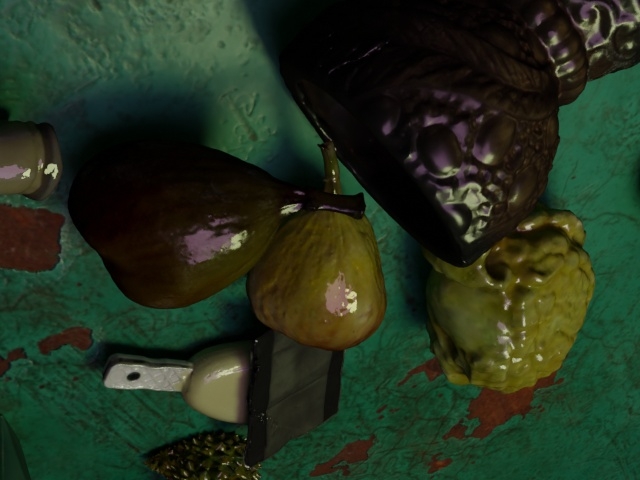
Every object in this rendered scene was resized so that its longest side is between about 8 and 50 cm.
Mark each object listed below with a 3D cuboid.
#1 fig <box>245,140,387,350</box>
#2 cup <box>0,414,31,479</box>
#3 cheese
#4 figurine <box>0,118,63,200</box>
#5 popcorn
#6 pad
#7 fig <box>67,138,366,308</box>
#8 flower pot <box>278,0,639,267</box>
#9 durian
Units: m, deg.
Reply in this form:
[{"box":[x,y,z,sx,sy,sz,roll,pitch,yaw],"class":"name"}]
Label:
[{"box":[0.000,0.000,0.904,0.159,0.159,0.257,-13,135,-16],"class":"fig"},{"box":[-0.371,0.313,0.929,0.148,0.236,0.134,-20,133,-14],"class":"cup"},{"box":[-0.152,0.169,1.044,0.235,0.050,0.127,10,122,-33],"class":"cheese"},{"box":[-0.371,-0.099,0.611,0.380,0.248,0.203,17,113,-50],"class":"figurine"},{"box":[0.237,0.052,1.066,0.225,0.173,0.286,-28,125,-24],"class":"popcorn"},{"box":[-0.025,0.176,1.095,0.174,0.022,0.233,-25,137,-37],"class":"pad"},{"box":[-0.094,-0.020,0.808,0.274,0.146,0.170,-6,129,10],"class":"fig"},{"box":[0.142,-0.155,0.795,0.267,0.266,0.266,-42,134,-5],"class":"flower pot"},{"box":[-0.129,0.337,1.155,0.119,0.108,0.187,-35,134,5],"class":"durian"}]
